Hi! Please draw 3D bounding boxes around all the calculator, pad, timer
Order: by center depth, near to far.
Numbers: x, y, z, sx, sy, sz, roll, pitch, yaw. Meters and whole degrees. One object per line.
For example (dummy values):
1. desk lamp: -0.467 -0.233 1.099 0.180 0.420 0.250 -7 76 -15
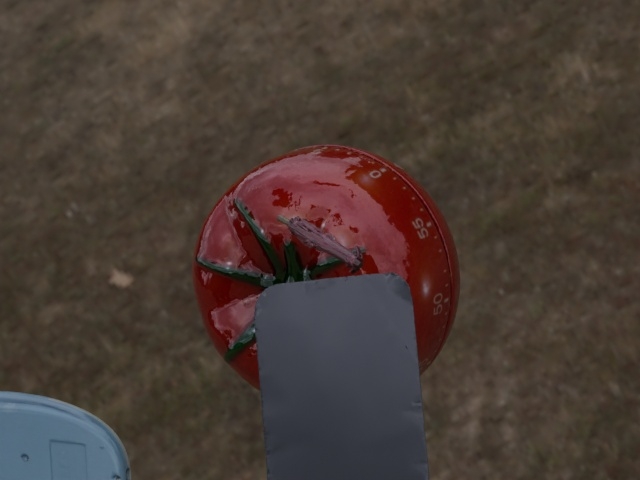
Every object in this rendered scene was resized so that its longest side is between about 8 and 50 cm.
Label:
1. pad: 0.020 0.171 1.530 0.181 0.267 0.004 -7 -7 23
2. calculator: -0.387 0.291 1.966 0.303 0.188 0.042 3 16 18
3. timer: 0.013 0.054 2.119 0.378 0.377 0.279 -9 5 32

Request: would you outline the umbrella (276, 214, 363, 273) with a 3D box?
1. umbrella: 0.000 0.000 1.626 0.027 0.025 0.165 -45 37 -10
